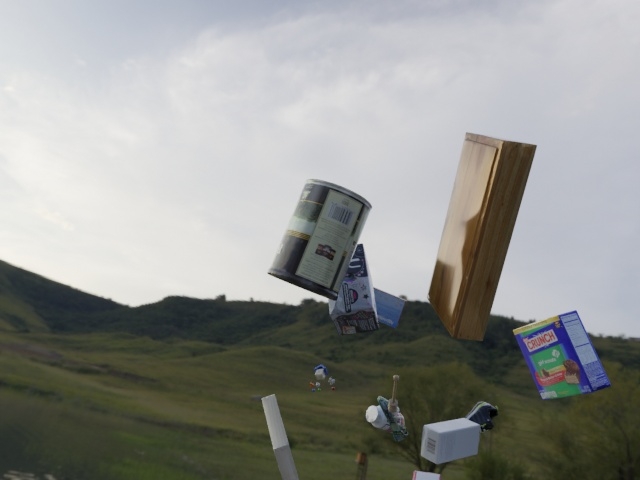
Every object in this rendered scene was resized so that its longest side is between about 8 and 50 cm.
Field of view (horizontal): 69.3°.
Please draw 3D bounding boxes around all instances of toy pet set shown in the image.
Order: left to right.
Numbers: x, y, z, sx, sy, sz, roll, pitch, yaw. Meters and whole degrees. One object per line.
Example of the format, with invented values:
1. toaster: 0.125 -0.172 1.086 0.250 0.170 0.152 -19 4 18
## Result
1. toy pet set: 0.006 0.673 2.268 0.122 0.065 0.114 -11 -67 22

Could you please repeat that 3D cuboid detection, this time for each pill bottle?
1. pill bottle: 0.256 0.710 1.845 0.152 0.086 0.086 32 -29 -30

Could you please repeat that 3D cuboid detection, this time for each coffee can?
1. coffee can: 0.000 0.000 1.256 0.202 0.275 0.201 22 -8 3

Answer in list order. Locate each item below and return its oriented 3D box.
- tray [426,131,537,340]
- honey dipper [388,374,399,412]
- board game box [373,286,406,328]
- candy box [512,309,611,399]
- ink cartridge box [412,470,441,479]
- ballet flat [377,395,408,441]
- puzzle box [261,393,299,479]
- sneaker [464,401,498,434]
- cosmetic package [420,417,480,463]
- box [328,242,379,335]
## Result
1. tray: 0.330 -0.016 1.003 0.076 0.410 0.203 6 17 -5
2. honey dipper: 0.235 0.490 1.483 0.031 0.030 0.160 7 -56 14
3. board game box: 0.260 0.303 2.242 0.282 0.144 0.027 22 11 20
4. candy box: 1.000 0.484 1.943 0.122 0.316 0.268 -6 -22 -24
5. ink cartridge box: 0.346 0.880 1.475 0.092 0.158 0.217 -3 -68 21
6. ballet flat: 0.276 0.659 1.736 0.070 0.070 0.188 -15 -77 48
7. puzzle box: -0.113 0.774 1.584 0.052 0.408 0.272 -16 18 -11
8. sneaker: 0.662 0.753 1.913 0.097 0.235 0.084 5 -58 45
9. cosmetic package: 0.487 0.743 1.726 0.231 0.117 0.086 8 -2 -35
10. box: 0.101 0.159 1.516 0.142 0.247 0.163 -11 -38 6
